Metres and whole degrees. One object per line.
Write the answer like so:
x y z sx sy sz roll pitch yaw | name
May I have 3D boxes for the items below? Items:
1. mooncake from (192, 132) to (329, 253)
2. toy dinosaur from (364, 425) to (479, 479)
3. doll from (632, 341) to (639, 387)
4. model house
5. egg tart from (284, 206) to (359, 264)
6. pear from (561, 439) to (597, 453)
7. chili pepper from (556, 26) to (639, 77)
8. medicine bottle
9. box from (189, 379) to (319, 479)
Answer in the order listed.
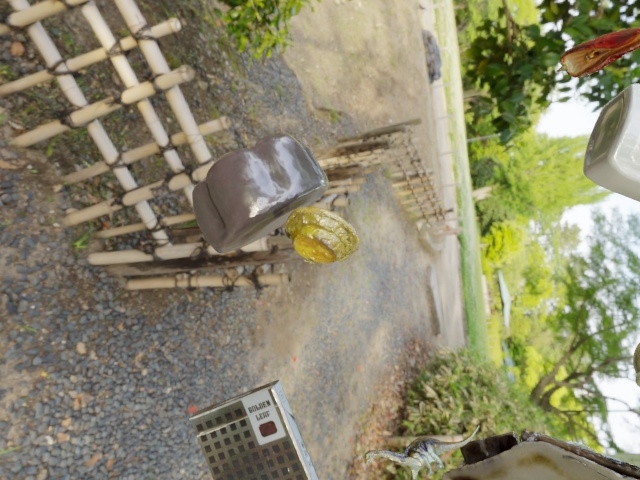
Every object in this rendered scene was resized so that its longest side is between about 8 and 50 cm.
-0.103 -0.080 0.831 0.133 0.245 0.245 61 18 8 | mooncake
0.149 0.300 0.657 0.037 0.180 0.058 123 -41 -49 | toy dinosaur
0.673 0.184 0.858 0.296 0.117 0.141 -29 102 -24 | doll
0.400 0.411 0.714 0.282 0.317 0.297 37 27 -54 | model house
0.000 0.000 0.769 0.130 0.130 0.052 62 38 -45 | egg tart
0.506 0.509 0.973 0.200 0.200 0.200 -7 90 -71 | pear
0.369 -0.247 0.612 0.045 0.027 0.178 50 -4 -9 | chili pepper
0.633 -0.127 0.803 0.124 0.324 0.179 93 19 -75 | medicine bottle
-0.095 0.435 0.853 0.325 0.180 0.047 67 12 7 | box
